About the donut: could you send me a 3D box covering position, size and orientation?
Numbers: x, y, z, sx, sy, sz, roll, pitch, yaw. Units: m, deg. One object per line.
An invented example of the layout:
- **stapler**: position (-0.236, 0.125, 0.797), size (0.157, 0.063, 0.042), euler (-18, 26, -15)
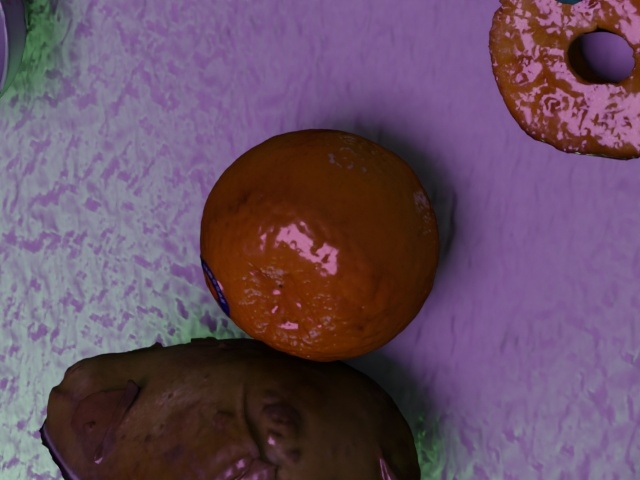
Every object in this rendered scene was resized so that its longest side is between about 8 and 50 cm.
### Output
- **donut**: position (0.189, -0.125, 0.998), size (0.151, 0.058, 0.152), euler (13, 116, 28)

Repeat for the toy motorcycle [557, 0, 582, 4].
- **toy motorcycle**: position (0.132, -0.250, 0.933), size (0.296, 0.109, 0.198), euler (12, 97, 12)

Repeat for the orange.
- **orange**: position (0.000, 0.003, 1.116), size (0.177, 0.155, 0.178), euler (20, 126, 31)

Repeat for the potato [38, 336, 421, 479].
- **potato**: position (-0.056, 0.159, 1.193), size (0.299, 0.246, 0.196), euler (34, 90, 32)

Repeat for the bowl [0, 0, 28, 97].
- **bowl**: position (-0.304, -0.189, 1.287), size (0.189, 0.086, 0.189), euler (13, 115, 31)
